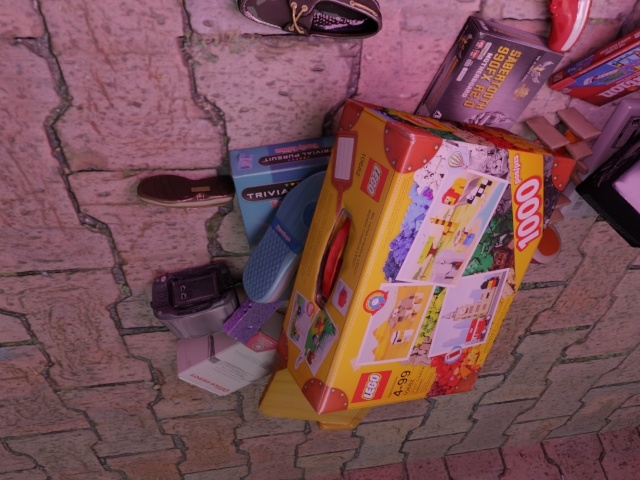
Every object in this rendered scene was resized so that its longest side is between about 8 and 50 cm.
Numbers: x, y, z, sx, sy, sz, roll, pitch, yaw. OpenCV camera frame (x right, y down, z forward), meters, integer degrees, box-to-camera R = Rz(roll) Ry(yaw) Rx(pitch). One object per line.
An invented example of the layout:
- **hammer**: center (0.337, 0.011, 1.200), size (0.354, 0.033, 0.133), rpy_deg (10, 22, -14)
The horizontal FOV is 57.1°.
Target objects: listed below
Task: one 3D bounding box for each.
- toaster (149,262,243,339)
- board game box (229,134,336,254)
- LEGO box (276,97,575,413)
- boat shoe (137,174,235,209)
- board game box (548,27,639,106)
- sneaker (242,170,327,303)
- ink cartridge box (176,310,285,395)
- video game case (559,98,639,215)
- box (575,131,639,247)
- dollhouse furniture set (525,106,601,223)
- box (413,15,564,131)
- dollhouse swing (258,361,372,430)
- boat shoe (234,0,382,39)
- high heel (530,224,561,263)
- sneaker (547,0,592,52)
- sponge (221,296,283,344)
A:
- **toaster**: center (-0.281, 0.147, 1.404), size (0.227, 0.129, 0.146), rpy_deg (-15, 145, -3)
- **board game box**: center (-0.037, -0.061, 1.247), size (0.254, 0.079, 0.336), rpy_deg (-10, 142, -3)
- **LEGO box**: center (0.173, 0.036, 1.059), size (0.373, 0.193, 0.500), rpy_deg (1, 117, -31)
- **boat shoe**: center (-0.266, -0.085, 1.173), size (0.190, 0.068, 0.072), rpy_deg (1, 152, -16)
- **board game box**: center (0.561, -0.315, 1.029), size (0.145, 0.027, 0.281), rpy_deg (9, 165, -25)
- **sneaker**: center (0.000, 0.000, 1.188), size (0.208, 0.127, 0.319), rpy_deg (10, 128, -48)
- **ink cartridge box**: center (-0.223, 0.298, 1.607), size (0.283, 0.117, 0.207), rpy_deg (-28, 139, 18)
- **video game case**: center (0.738, -0.179, 1.340), size (0.300, 0.036, 0.329), rpy_deg (-2, 140, -12)
- **box**: center (0.679, -0.150, 1.053), size (0.343, 0.179, 0.312), rpy_deg (-44, 175, 11)
- **dollhouse furniture set**: center (0.426, -0.145, 1.258), size (0.259, 0.135, 0.262), rpy_deg (-18, 143, -11)
- **box**: center (0.300, -0.279, 1.085), size (0.183, 0.056, 0.231), rpy_deg (7, 138, -21)
- **dollhouse swing**: center (0.027, 0.340, 1.660), size (0.305, 0.315, 0.346), rpy_deg (20, 136, -4)
- **boat shoe**: center (-0.015, -0.353, 0.900), size (0.228, 0.068, 0.081), rpy_deg (-1, 140, -13)
- **high heel**: center (0.426, -0.004, 1.453), size (0.377, 0.127, 0.181), rpy_deg (11, 166, -33)
- **sneaker**: center (0.365, -0.410, 0.937), size (0.128, 0.087, 0.221), rpy_deg (0, 128, -2)
- **sponge**: center (-0.140, 0.153, 1.418), size (0.210, 0.031, 0.117), rpy_deg (-48, 154, -7)
